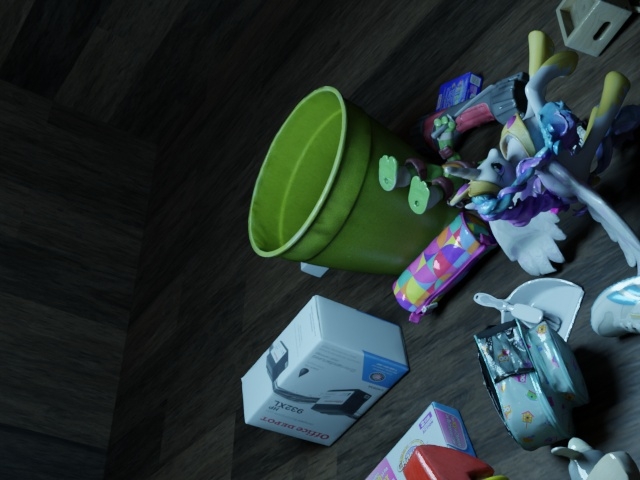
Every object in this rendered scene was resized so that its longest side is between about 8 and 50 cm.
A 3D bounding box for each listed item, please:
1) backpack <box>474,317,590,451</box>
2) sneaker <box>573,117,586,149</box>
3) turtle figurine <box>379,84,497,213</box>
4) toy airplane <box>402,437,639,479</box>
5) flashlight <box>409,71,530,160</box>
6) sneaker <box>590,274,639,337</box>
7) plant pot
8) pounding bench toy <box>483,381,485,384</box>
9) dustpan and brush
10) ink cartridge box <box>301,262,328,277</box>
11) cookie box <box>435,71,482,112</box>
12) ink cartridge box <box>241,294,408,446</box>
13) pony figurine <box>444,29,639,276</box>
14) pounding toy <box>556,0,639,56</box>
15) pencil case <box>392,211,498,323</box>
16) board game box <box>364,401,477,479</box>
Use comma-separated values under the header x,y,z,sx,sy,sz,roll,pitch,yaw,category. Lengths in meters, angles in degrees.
x,y,z,sx,sy,sz,roll,pitch,yaw,category
0.335,0.226,1.453,0.144,0.166,0.188,-18,61,21,backpack
0.472,-0.188,1.674,0.037,0.032,0.083,-26,52,36,sneaker
0.261,-0.164,1.766,0.275,0.266,0.197,-42,71,53,turtle figurine
0.310,0.451,1.269,0.386,0.272,0.384,-14,95,49,toy airplane
0.317,-0.248,1.947,0.103,0.103,0.304,-47,18,-31,flashlight
0.483,0.104,1.352,0.229,0.087,0.092,-36,42,51,sneaker
0.093,-0.081,1.946,0.366,0.353,0.366,-45,33,41,plant pot
0.328,0.216,1.602,0.065,0.052,0.083,-10,61,61,pounding bench toy
0.347,0.124,1.628,0.211,0.060,0.147,16,85,64,dustpan and brush
0.000,0.000,2.401,0.109,0.063,0.150,-47,32,37,ink cartridge box
0.305,-0.314,2.078,0.107,0.040,0.091,-14,58,59,cookie box
0.004,0.285,1.983,0.307,0.223,0.129,-50,31,33,ink cartridge box
0.379,-0.109,1.495,0.303,0.351,0.363,-6,46,58,pony figurine
0.520,-0.419,1.703,0.141,0.100,0.130,123,155,-45,pounding toy
0.243,0.052,1.839,0.236,0.104,0.104,-52,30,28,pencil case
0.195,0.481,1.640,0.242,0.064,0.316,-55,28,26,board game box
